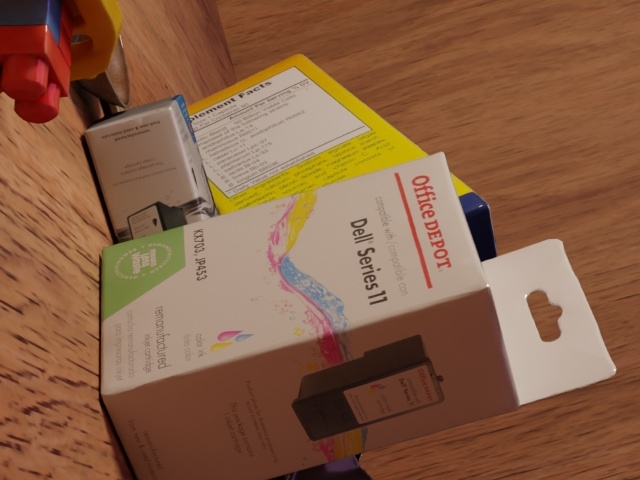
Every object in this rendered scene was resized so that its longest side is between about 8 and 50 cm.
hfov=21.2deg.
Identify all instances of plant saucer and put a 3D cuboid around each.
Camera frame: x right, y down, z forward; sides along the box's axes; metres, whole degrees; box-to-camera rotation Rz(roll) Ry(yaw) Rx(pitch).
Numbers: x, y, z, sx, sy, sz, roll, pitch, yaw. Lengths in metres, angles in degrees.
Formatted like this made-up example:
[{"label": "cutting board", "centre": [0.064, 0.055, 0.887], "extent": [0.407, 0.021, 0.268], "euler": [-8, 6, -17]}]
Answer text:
[{"label": "plant saucer", "centre": [-0.209, -0.205, 1.473], "extent": [0.198, 0.036, 0.198], "euler": [-16, 90, -88]}]

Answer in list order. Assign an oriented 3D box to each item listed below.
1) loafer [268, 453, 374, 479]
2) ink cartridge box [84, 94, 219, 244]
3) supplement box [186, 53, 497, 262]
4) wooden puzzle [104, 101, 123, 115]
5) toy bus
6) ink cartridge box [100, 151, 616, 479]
[{"label": "loafer", "centre": [-0.013, 0.238, 1.611], "extent": [0.366, 0.130, 0.133], "euler": [-82, 158, -57]}, {"label": "ink cartridge box", "centre": [-0.134, -0.021, 1.478], "extent": [0.139, 0.082, 0.190], "euler": [-92, 165, -80]}, {"label": "supplement box", "centre": [0.000, 0.000, 1.641], "extent": [0.356, 0.194, 0.195], "euler": [44, -26, 49]}, {"label": "wooden puzzle", "centre": [-0.190, -0.114, 1.598], "extent": [0.078, 0.014, 0.116], "euler": [-135, -151, -86]}, {"label": "toy bus", "centre": [-0.171, -0.163, 1.016], "extent": [0.220, 0.149, 0.211], "euler": [75, 13, -73]}, {"label": "ink cartridge box", "centre": [0.021, 0.053, 1.275], "extent": [0.207, 0.353, 0.119], "euler": [-103, 176, -58]}]
